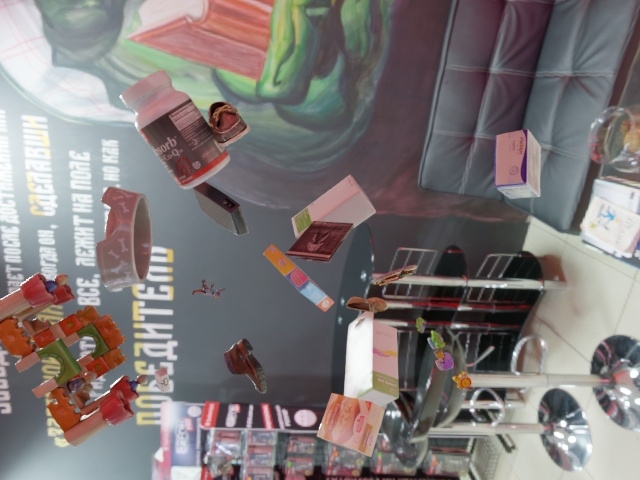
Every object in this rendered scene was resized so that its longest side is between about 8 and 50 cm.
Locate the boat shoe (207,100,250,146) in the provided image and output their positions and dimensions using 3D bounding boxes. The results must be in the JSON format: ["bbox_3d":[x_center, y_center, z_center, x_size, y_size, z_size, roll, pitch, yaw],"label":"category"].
[{"bbox_3d":[-0.309,-0.388,1.426,0.096,0.117,0.324,61,177,-29],"label":"boat shoe"}]

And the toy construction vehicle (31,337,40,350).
[{"bbox_3d":[-0.927,0.343,1.505,0.085,0.098,0.035,56,151,3],"label":"toy construction vehicle"}]

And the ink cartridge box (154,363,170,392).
[{"bbox_3d":[-0.546,0.475,1.509,0.048,0.028,0.083,15,114,41],"label":"ink cartridge box"}]

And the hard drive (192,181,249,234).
[{"bbox_3d":[-0.392,-0.125,1.700,0.054,0.255,0.172,-43,-32,-26],"label":"hard drive"}]

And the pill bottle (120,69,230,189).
[{"bbox_3d":[-0.494,-0.375,1.503,0.362,0.210,0.210,57,-173,-22],"label":"pill bottle"}]

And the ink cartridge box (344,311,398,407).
[{"bbox_3d":[0.196,0.454,1.694,0.207,0.119,0.353,-50,24,43],"label":"ink cartridge box"}]

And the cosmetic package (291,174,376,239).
[{"bbox_3d":[0.058,-0.120,2.085,0.366,0.155,0.197,-38,31,11],"label":"cosmetic package"}]

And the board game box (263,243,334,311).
[{"bbox_3d":[-0.101,0.170,2.009,0.316,0.064,0.242,41,176,42],"label":"board game box"}]

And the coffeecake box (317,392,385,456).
[{"bbox_3d":[0.093,0.568,1.363,0.186,0.068,0.142,-11,48,49],"label":"coffeecake box"}]

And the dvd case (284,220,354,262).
[{"bbox_3d":[0.000,0.000,1.503,0.221,0.165,0.018,-52,-42,-46],"label":"dvd case"}]

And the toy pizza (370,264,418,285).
[{"bbox_3d":[0.299,0.146,1.764,0.201,0.201,0.032,118,135,-71],"label":"toy pizza"}]

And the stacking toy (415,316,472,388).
[{"bbox_3d":[0.397,0.361,1.434,0.221,0.052,0.167,60,176,-8],"label":"stacking toy"}]

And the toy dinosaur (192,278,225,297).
[{"bbox_3d":[-0.339,0.154,1.335,0.047,0.090,0.082,46,160,45],"label":"toy dinosaur"}]

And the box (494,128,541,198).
[{"bbox_3d":[0.462,-0.173,1.024,0.072,0.137,0.126,-1,81,38],"label":"box"}]

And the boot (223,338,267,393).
[{"bbox_3d":[-0.289,0.499,1.689,0.219,0.106,0.082,63,-169,14],"label":"boot"}]

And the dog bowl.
[{"bbox_3d":[-0.645,-0.007,1.472,0.349,0.102,0.348,180,90,-81],"label":"dog bowl"}]

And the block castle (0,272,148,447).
[{"bbox_3d":[-0.688,0.313,1.247,0.453,0.213,0.303,59,161,-4],"label":"block castle"}]

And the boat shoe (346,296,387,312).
[{"bbox_3d":[0.171,0.239,1.615,0.048,0.153,0.056,-34,-56,-55],"label":"boat shoe"}]
